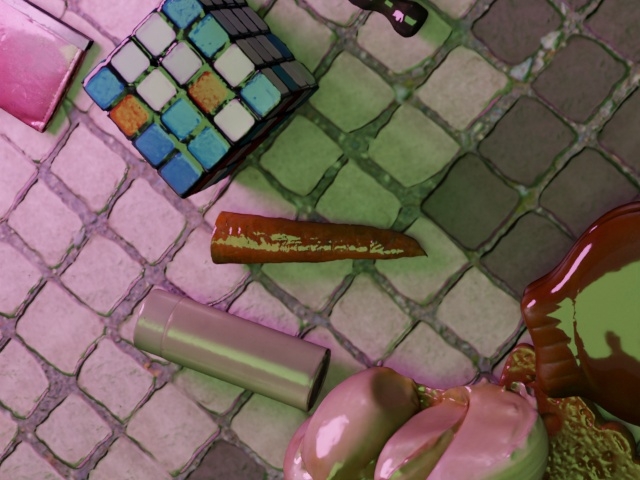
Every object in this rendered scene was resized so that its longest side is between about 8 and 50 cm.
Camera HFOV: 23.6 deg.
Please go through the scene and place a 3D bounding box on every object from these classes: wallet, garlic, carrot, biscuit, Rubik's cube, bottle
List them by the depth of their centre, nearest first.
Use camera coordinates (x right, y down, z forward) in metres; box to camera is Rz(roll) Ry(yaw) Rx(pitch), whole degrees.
[{"bbox_3d":[0.087,0.242,1.527,0.281,0.203,0.184,12,126,28],"label":"garlic"},{"bbox_3d":[-0.116,-0.155,1.527,0.151,0.155,0.154,-43,89,18],"label":"Rubik's cube"},{"bbox_3d":[0.248,0.238,1.574,0.183,0.043,0.280,-20,90,17],"label":"biscuit"},{"bbox_3d":[0.000,0.000,1.586,0.224,0.057,0.057,2,101,11],"label":"carrot"},{"bbox_3d":[-0.094,0.115,1.619,0.202,0.072,0.072,20,105,10],"label":"bottle"},{"bbox_3d":[-0.367,-0.223,1.643,0.232,0.025,0.119,32,106,6],"label":"wallet"}]

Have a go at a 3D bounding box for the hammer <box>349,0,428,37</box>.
[{"bbox_3d":[0.151,-0.413,1.469,0.168,0.044,0.440,39,107,2],"label":"hammer"}]

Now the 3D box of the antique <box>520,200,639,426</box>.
[{"bbox_3d":[0.336,0.068,1.472,0.278,0.129,0.223,-18,97,17],"label":"antique"}]
